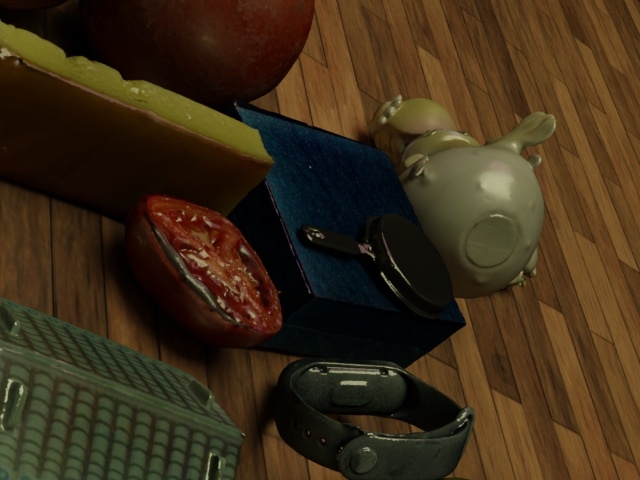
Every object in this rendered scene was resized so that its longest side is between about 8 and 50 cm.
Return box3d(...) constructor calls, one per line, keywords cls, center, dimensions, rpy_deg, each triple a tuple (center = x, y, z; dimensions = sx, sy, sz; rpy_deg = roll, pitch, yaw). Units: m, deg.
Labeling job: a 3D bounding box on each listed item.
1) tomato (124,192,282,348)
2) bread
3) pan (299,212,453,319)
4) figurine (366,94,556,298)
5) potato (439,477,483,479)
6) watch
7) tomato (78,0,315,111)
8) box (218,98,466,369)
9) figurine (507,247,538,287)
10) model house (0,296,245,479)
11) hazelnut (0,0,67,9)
box3d(cls="tomato", center=(-0.125, 0.043, 1.512), dimensions=(0.166, 0.082, 0.174), rpy_deg=(15, 39, -55))
box3d(cls="bread", center=(-0.220, -0.103, 1.492), dimensions=(0.361, 0.138, 0.077), rpy_deg=(21, 37, -44))
box3d(cls="pan", center=(0.067, 0.014, 1.654), dimensions=(0.235, 0.028, 0.136), rpy_deg=(18, 42, -45))
box3d(cls="figurine", center=(0.180, -0.096, 1.990), dimensions=(0.226, 0.275, 0.394), rpy_deg=(54, 3, -29))
box3d(cls="potato", center=(0.128, 0.325, 1.478), dimensions=(0.253, 0.149, 0.186), rpy_deg=(10, 63, -63))
box3d(cls="watch", center=(0.055, 0.181, 1.523), dimensions=(0.206, 0.068, 0.193), rpy_deg=(8, 18, -24))
box3d(cls="tomato", center=(-0.129, -0.267, 1.706), dimensions=(0.265, 0.265, 0.265), rpy_deg=(36, 30, -25))
box3d(cls="box", center=(0.000, 0.000, 1.717), dimensions=(0.279, 0.116, 0.261), rpy_deg=(16, 45, -49))
box3d(cls="figurine", center=(0.244, 0.019, 2.099), dimensions=(0.146, 0.081, 0.098), rpy_deg=(14, 44, -50))
box3d(cls="model house", center=(-0.205, 0.166, 1.094), dimensions=(0.224, 0.215, 0.198), rpy_deg=(27, 36, -37))
box3d(cls="hazelnut", center=(-0.318, -0.334, 1.594), dimensions=(0.214, 0.176, 0.214), rpy_deg=(2, 28, -1))
